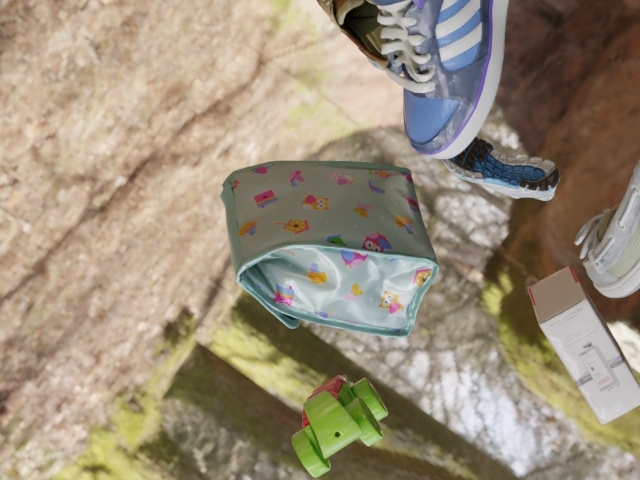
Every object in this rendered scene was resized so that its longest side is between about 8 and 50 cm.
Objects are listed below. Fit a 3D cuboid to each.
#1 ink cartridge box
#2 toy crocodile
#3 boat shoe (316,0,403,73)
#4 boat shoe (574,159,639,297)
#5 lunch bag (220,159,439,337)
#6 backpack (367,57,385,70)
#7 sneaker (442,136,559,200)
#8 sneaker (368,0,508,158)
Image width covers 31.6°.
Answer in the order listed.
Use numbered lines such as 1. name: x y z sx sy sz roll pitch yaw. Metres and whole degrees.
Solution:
1. ink cartridge box: 0.577 0.224 2.457 0.117 0.283 0.207 -30 -165 12
2. toy crocodile: 0.021 0.246 1.610 0.115 0.105 0.340 -32 180 6
3. boat shoe: 0.069 -0.458 2.190 0.122 0.324 0.120 -48 167 21
4. boat shoe: 0.340 -0.024 1.185 0.118 0.103 0.320 -41 171 -9
5. lunch bag: 0.000 0.000 1.496 0.223 0.262 0.160 -102 -157 -51
6. backpack: 0.147 -0.446 2.355 0.115 0.152 0.182 31 57 -66
7. sneaker: 0.276 -0.100 1.747 0.071 0.190 0.083 -63 159 -15
8. sneaker: 0.074 -0.240 1.151 0.236 0.130 0.323 -2 116 -33
